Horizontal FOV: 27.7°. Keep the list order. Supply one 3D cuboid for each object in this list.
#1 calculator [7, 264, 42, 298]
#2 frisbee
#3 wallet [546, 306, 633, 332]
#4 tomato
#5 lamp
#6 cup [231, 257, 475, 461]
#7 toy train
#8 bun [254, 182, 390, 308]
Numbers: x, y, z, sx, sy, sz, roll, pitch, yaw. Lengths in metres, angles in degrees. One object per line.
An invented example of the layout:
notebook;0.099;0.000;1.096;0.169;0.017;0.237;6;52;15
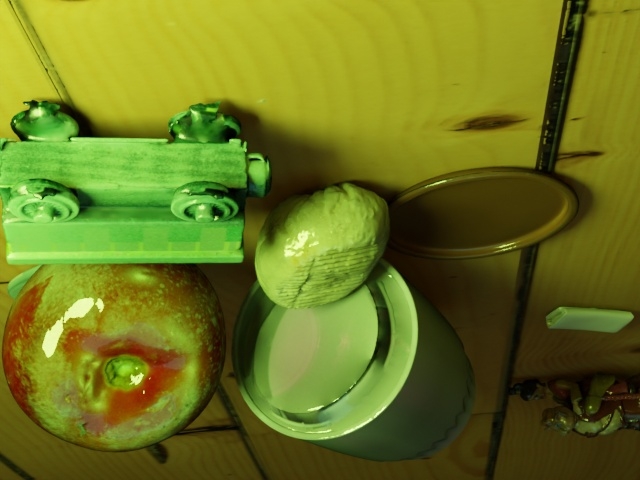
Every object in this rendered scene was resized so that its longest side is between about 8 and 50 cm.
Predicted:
calculator;-0.340;0.053;1.690;0.153;0.021;0.095;-17;154;29
frisbee;0.192;-0.031;1.595;0.251;0.021;0.251;-3;157;-1
wallet;0.410;0.119;1.979;0.122;0.025;0.061;5;157;-20
tomato;-0.252;0.117;1.584;0.270;0.222;0.270;-5;114;-12
lamp;0.464;0.292;2.284;0.253;0.118;0.118;-1;157;-12
cup;0.060;0.169;1.754;0.253;0.253;0.371;-13;158;19
toy train;-0.204;-0.053;1.347;0.301;0.120;0.202;0;159;-8
bun;0.000;0.000;1.535;0.164;0.111;0.188;-9;152;-21
